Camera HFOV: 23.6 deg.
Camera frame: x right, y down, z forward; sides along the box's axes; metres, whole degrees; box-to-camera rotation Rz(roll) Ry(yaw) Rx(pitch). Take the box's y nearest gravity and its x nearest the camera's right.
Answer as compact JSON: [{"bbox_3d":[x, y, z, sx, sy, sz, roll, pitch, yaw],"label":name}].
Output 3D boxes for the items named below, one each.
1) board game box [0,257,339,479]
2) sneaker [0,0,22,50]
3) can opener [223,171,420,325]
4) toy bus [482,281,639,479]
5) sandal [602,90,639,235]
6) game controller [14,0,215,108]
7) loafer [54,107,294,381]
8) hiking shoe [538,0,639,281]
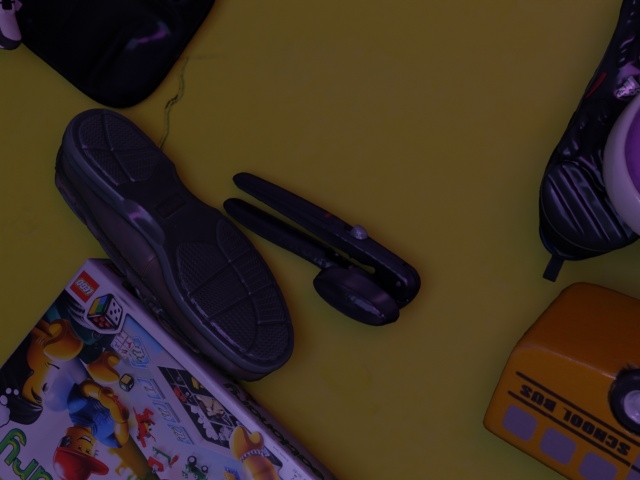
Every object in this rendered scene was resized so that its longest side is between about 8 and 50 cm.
[{"bbox_3d":[-0.138,0.185,1.262,0.305,0.053,0.193,42,101,15],"label":"board game box"},{"bbox_3d":[-0.270,-0.210,1.261,0.043,0.040,0.109,-22,94,24],"label":"sneaker"},{"bbox_3d":[0.000,0.000,1.235,0.186,0.073,0.059,37,107,20],"label":"can opener"},{"bbox_3d":[0.293,0.156,1.105,0.332,0.108,0.130,30,128,18],"label":"toy bus"},{"bbox_3d":[0.349,-0.154,1.039,0.169,0.102,0.416,34,70,6],"label":"sandal"},{"bbox_3d":[-0.237,-0.257,1.295,0.319,0.067,0.166,40,114,11],"label":"game controller"},{"bbox_3d":[-0.124,0.012,1.261,0.267,0.096,0.084,52,138,11],"label":"loafer"},{"bbox_3d":[0.245,-0.116,1.144,0.113,0.132,0.304,36,76,4],"label":"hiking shoe"}]
